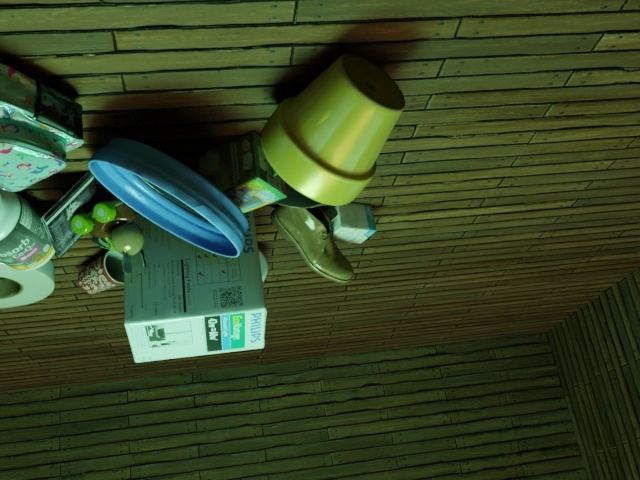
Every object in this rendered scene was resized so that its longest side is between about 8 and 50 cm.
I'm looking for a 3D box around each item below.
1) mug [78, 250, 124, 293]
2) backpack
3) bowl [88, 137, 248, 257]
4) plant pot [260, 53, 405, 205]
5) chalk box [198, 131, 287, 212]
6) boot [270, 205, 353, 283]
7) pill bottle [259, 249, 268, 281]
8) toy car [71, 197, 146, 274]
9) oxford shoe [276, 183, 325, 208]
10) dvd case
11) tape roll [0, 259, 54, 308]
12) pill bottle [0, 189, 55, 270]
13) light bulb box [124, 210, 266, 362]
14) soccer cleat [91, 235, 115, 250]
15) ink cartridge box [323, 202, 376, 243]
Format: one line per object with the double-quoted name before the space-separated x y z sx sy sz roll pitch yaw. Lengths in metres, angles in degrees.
"mug" -0.649 0.105 2.131 0.169 0.113 0.150 -22 152 36
"backpack" -0.611 -0.218 1.310 0.225 0.191 0.253 -19 150 25
"bowl" -0.336 -0.096 1.565 0.391 0.077 0.391 27 165 8
"plant pot" 0.042 -0.241 1.429 0.253 0.254 0.239 10 136 -38
"chalk box" -0.167 -0.163 1.650 0.213 0.133 0.132 -17 155 22
"boot" 0.000 0.000 1.969 0.305 0.112 0.115 44 126 -13
"pill bottle" -0.261 0.131 2.271 0.152 0.152 0.272 -3 156 -14
"toy car" -0.507 -0.006 1.749 0.148 0.189 0.155 -24 -177 22
"oxford shoe" -0.029 -0.117 1.887 0.212 0.076 0.076 -2 167 -14
"dvd case" -0.617 -0.062 1.723 0.018 0.165 0.221 34 154 5
"tape roll" -1.002 0.112 2.065 0.391 0.072 0.392 -8 157 -4
"pill bottle" -0.774 -0.041 1.675 0.162 0.162 0.278 -11 157 6
"light bulb box" -0.348 0.115 1.907 0.360 0.358 0.225 -5 145 -9
"soccer cleat" -0.612 -0.015 1.931 0.072 0.060 0.179 5 157 -1
"ink cartridge box" 0.077 -0.054 2.041 0.143 0.090 0.092 7 152 -30
